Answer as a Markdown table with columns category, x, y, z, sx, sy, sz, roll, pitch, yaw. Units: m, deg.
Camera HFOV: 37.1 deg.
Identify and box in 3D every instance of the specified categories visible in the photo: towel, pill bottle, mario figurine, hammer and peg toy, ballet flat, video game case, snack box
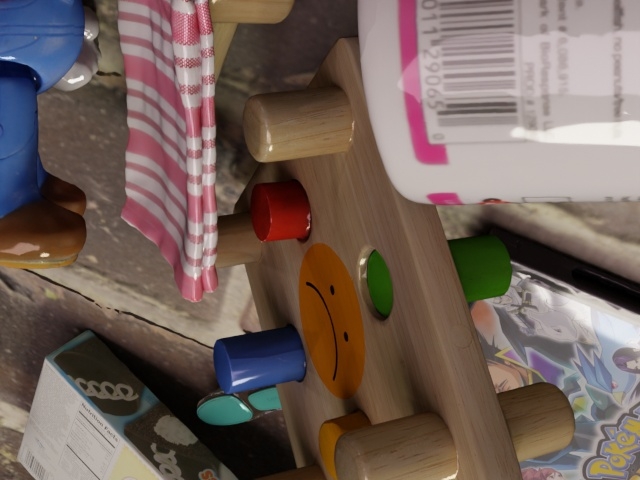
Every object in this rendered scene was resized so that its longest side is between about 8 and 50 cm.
| category | x | y | z | sx | sy | sz | roll | pitch | yaw |
| --- | --- | --- | --- | --- | --- | --- | --- | --- | --- |
| towel | -0.100 | -0.077 | 0.597 | 0.029 | 0.144 | 0.197 | -9 | 116 | -24 |
| pill bottle | 0.170 | -0.094 | 0.389 | 0.282 | 0.160 | 0.160 | 1 | 128 | 18 |
| mario figurine | -0.154 | -0.150 | 0.554 | 0.198 | 0.170 | 0.321 | 17 | 113 | 38 |
| hammer and peg toy | 0.000 | 0.000 | 0.597 | 0.127 | 0.362 | 0.266 | -9 | 162 | -23 |
| ballet flat | -0.060 | 0.137 | 0.847 | 0.114 | 0.041 | 0.041 | -20 | 119 | 34 |
| video game case | 0.196 | 0.139 | 0.751 | 0.248 | 0.035 | 0.275 | 23 | 133 | 3 |
| snack box | -0.148 | 0.255 | 0.895 | 0.322 | 0.060 | 0.187 | 42 | 134 | 13 |
